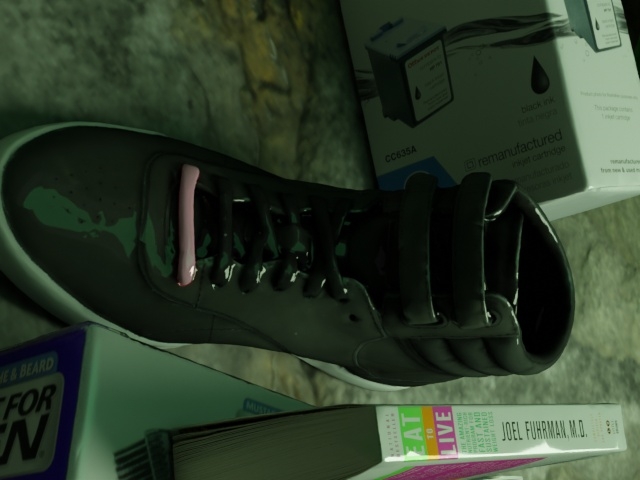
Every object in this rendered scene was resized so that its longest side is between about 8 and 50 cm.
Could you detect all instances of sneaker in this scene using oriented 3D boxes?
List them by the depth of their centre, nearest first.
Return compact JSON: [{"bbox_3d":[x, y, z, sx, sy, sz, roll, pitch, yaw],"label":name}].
[{"bbox_3d":[0.000,0.000,0.593,0.296,0.147,0.104,20,64,-41],"label":"sneaker"}]

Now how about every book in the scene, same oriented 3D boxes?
[{"bbox_3d":[0.032,0.077,0.480,0.144,0.096,0.035,8,70,-47],"label":"book"}]

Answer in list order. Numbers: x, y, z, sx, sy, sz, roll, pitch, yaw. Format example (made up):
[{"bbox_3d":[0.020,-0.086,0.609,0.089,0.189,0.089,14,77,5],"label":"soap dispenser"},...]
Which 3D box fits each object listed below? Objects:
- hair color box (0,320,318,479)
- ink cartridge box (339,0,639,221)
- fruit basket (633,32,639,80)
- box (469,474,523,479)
[{"bbox_3d":[-0.063,0.220,0.476,0.185,0.110,0.338,27,59,-40],"label":"hair color box"},{"bbox_3d":[0.093,-0.102,0.736,0.082,0.140,0.190,-6,80,-47],"label":"ink cartridge box"},{"bbox_3d":[0.311,-0.280,0.961,0.392,0.283,0.392,14,55,-21],"label":"fruit basket"},{"bbox_3d":[0.075,0.271,0.599,0.063,0.067,0.323,4,73,-47],"label":"box"}]
